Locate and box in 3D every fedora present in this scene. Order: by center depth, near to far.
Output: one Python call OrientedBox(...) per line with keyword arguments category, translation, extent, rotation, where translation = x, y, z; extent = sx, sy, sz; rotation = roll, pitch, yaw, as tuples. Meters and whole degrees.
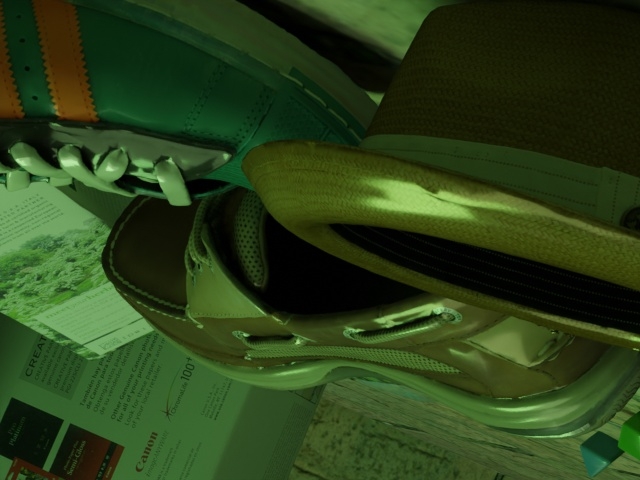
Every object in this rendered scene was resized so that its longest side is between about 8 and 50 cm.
OrientedBox(category="fedora", translation=(0.077, -0.018, 0.429), extent=(0.194, 0.079, 0.194), rotation=(16, 172, 2))

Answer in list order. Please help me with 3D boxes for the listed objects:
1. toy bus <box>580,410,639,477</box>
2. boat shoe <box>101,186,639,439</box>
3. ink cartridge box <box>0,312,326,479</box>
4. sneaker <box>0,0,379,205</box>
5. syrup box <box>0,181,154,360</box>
OrientedBox(category="toy bus", translation=(0.327, 0.226, 1.201), extent=(0.202, 0.190, 0.104), rotation=(16, -148, 41))
OrientedBox(category="boat shoe", translation=(0.000, 0.000, 0.659), extent=(0.324, 0.123, 0.116), rotation=(3, 154, 46))
OrientedBox(category="ink cartridge box", translation=(-0.159, 0.126, 1.141), extent=(0.272, 0.309, 0.130), rotation=(19, 171, 27))
OrientedBox(category="sneaker", translation=(-0.126, -0.057, 0.560), extent=(0.302, 0.121, 0.108), rotation=(22, 172, 3))
OrientedBox(category="syrup box", translation=(-0.157, -0.020, 0.817), extent=(0.093, 0.096, 0.237), rotation=(-26, 151, 12))
